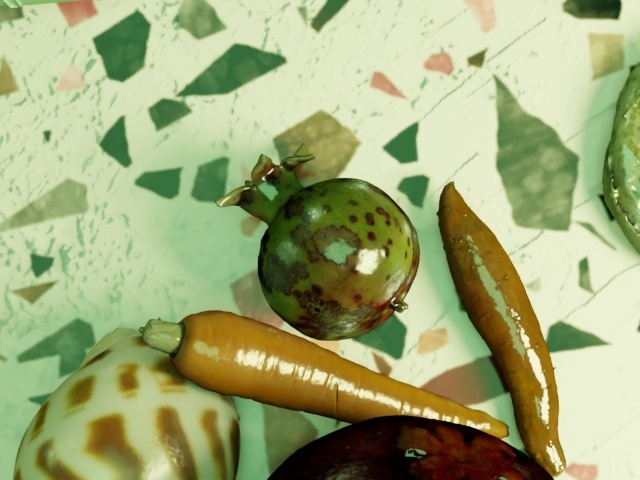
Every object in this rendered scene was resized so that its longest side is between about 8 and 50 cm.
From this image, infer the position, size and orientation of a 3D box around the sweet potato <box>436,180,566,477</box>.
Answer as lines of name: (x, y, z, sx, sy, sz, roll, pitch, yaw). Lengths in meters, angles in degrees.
sweet potato: (0.157, 0.073, 1.394, 0.057, 0.057, 0.265, -23, 86, -1)

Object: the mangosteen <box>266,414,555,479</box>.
mangosteen: (0.067, 0.305, 1.278, 0.306, 0.307, 0.347, 14, 119, 2)

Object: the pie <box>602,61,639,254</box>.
pie: (0.355, -0.070, 1.402, 0.240, 0.054, 0.241, 0, 86, 3)

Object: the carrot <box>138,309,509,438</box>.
carrot: (0.007, 0.118, 1.362, 0.336, 0.069, 0.069, 18, 86, -20)

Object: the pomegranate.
pomegranate: (0.006, -0.002, 1.361, 0.148, 0.148, 0.169, -31, 88, -1)

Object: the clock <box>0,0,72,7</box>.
clock: (-0.236, -0.310, 1.420, 0.159, 0.066, 0.211, -3, 86, 1)

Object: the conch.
conch: (-0.160, 0.205, 1.343, 0.182, 0.149, 0.275, -3, 84, 5)
